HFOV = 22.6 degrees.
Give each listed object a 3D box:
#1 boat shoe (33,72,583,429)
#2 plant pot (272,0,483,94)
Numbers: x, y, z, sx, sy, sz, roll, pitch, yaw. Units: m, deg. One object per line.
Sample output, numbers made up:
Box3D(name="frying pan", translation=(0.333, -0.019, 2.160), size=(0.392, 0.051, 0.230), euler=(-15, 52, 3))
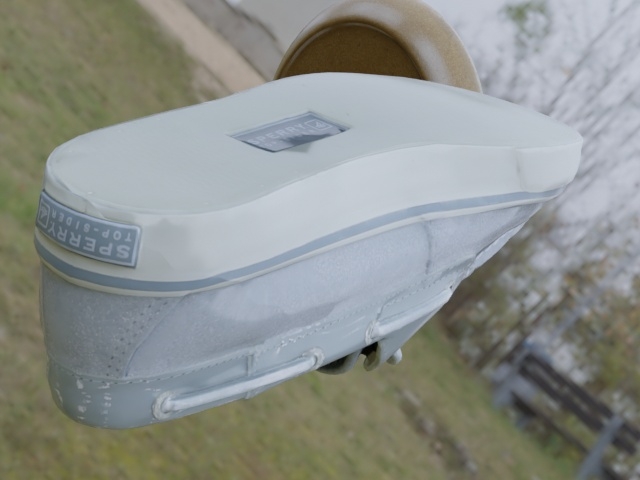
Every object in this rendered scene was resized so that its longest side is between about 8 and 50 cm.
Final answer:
Box3D(name="boat shoe", translation=(0.000, 0.000, 0.486), size=(0.079, 0.081, 0.227), euler=(25, 25, 32))
Box3D(name="plant pot", translation=(0.030, -0.079, 1.257), size=(0.032, 0.236, 0.236), euler=(-2, 36, -45))
